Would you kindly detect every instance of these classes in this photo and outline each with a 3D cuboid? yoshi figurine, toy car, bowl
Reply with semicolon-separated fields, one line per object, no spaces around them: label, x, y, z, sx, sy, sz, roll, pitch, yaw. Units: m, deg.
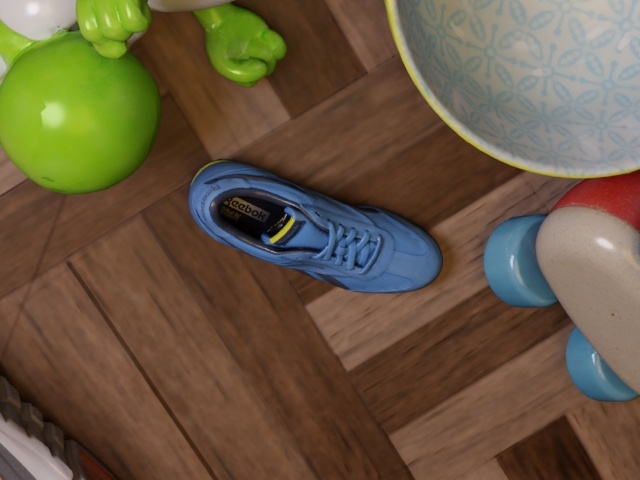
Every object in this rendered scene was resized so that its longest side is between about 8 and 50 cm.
yoshi figurine;-0.098;-0.159;1.171;0.362;0.203;0.203;-36;116;5
toy car;0.291;-0.011;1.309;0.210;0.219;0.238;48;65;-19
bowl;0.172;-0.201;1.223;0.289;0.156;0.289;-3;107;-10

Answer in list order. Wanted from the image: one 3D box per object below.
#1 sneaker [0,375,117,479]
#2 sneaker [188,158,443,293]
sneaker;-0.295;0.174;1.266;0.180;0.124;0.321;-42;109;2
sneaker;0.000;0.000;1.293;0.209;0.082;0.069;20;100;-17
